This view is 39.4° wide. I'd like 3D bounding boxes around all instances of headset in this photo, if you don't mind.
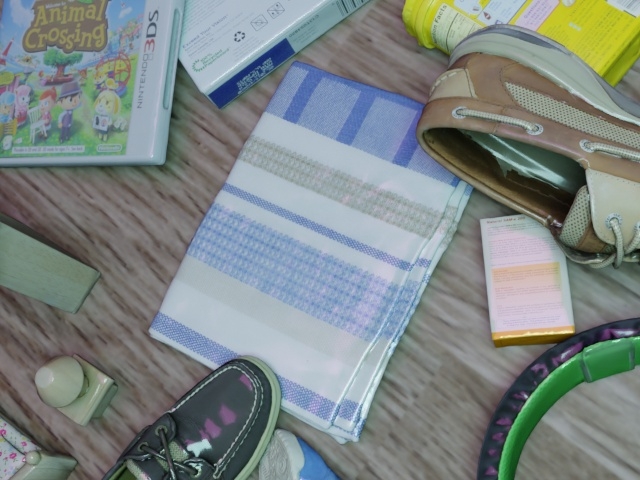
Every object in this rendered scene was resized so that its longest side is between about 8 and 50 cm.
[{"bbox_3d":[0.233,0.219,0.529,0.244,0.185,0.394,-20,57,10],"label":"headset"}]

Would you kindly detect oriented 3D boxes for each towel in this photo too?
[{"bbox_3d":[0.000,0.000,0.749,0.209,0.034,0.285,23,80,21],"label":"towel"}]

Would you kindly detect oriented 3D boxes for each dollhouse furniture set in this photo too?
[{"bbox_3d":[-0.370,0.124,0.744,0.303,0.174,0.355,30,83,23],"label":"dollhouse furniture set"}]

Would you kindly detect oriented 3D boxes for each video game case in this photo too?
[{"bbox_3d":[-0.227,-0.165,0.844,0.213,0.023,0.193,2,81,27],"label":"video game case"}]

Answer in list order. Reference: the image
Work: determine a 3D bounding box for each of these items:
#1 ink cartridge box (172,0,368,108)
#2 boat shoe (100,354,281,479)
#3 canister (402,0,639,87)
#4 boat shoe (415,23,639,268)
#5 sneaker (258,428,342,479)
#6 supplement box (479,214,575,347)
[{"bbox_3d":[-0.067,-0.270,0.848,0.223,0.045,0.224,-35,67,4],"label":"ink cartridge box"},{"bbox_3d":[-0.118,0.182,0.689,0.080,0.073,0.223,44,99,20],"label":"boat shoe"},{"bbox_3d":[0.172,-0.182,0.736,0.170,0.073,0.126,39,87,22],"label":"canister"},{"bbox_3d":[0.211,-0.028,0.629,0.324,0.123,0.116,31,62,19],"label":"boat shoe"},{"bbox_3d":[0.013,0.202,0.675,0.152,0.085,0.058,46,118,55],"label":"sneaker"},{"bbox_3d":[0.160,0.030,0.691,0.062,0.036,0.098,-6,71,14],"label":"supplement box"}]
